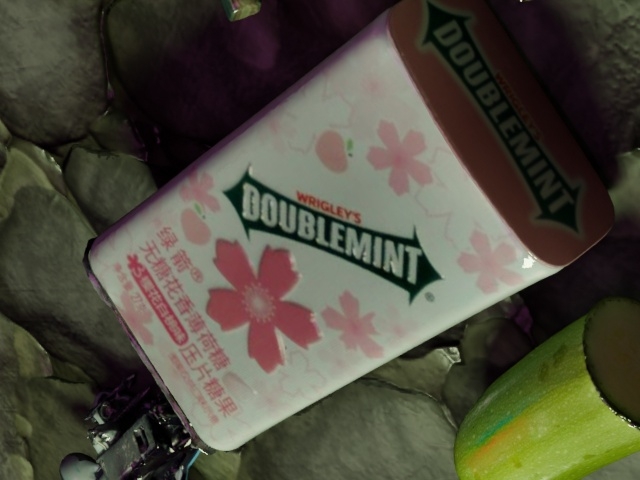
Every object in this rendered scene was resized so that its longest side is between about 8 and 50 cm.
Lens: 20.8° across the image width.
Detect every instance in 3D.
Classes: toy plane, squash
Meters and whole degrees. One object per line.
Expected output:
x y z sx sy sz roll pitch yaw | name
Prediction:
-0.126 0.159 1.373 0.246 0.078 0.169 -53 50 42 | toy plane
0.145 0.116 1.117 0.095 0.095 0.188 52 136 2 | squash

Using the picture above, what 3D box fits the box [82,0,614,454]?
0.000 0.000 1.148 0.369 0.112 0.190 -35 87 44 | box

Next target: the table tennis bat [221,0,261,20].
-0.094 -0.263 1.054 0.154 0.021 0.274 140 109 -83 | table tennis bat
